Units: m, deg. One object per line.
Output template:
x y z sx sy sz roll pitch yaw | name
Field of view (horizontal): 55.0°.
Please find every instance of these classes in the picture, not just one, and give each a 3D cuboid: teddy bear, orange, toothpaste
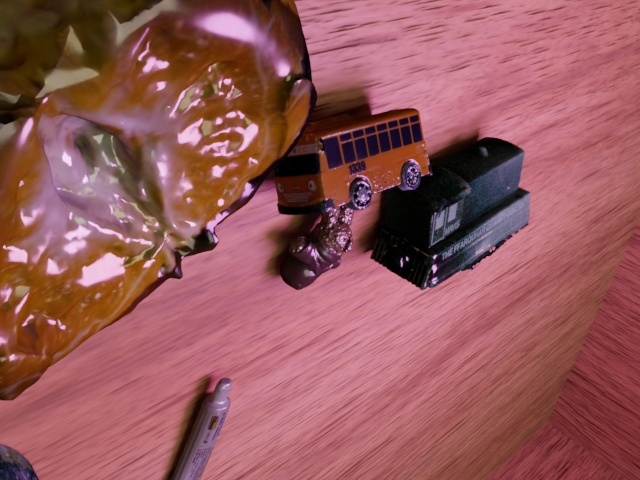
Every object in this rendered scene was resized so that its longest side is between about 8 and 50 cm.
0.007 0.002 0.859 0.119 0.078 0.160 18 103 -57 | teddy bear
-0.176 -0.085 0.454 0.369 0.210 0.271 -44 165 -13 | orange
-0.181 0.309 0.930 0.067 0.037 0.255 -11 130 -52 | toothpaste

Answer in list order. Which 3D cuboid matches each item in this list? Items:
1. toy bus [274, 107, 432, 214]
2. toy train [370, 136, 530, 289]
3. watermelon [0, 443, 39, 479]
0.039 -0.102 0.773 0.201 0.098 0.114 -21 105 -38 | toy bus
0.229 -0.058 1.020 0.330 0.138 0.178 -29 133 -33 | toy train
-0.383 0.318 0.641 0.202 0.136 0.207 -36 126 -33 | watermelon
